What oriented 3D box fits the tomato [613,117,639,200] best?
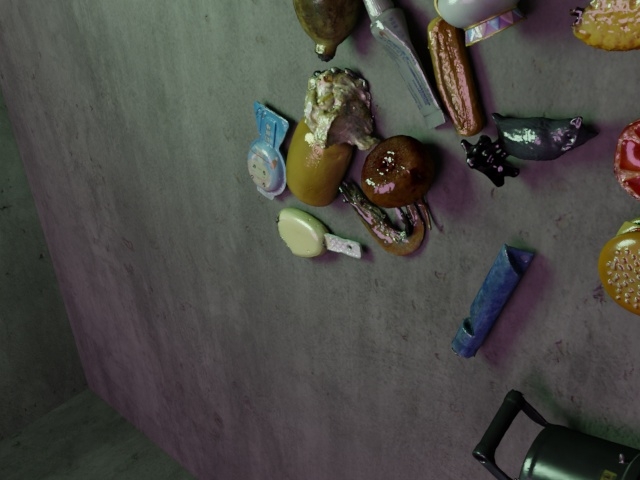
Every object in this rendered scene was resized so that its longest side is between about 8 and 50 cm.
[{"bbox_3d":[0.510,-0.123,1.062,0.156,0.069,0.155,26,134,31],"label":"tomato"}]

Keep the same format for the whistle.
[{"bbox_3d":[0.334,0.121,1.440,0.062,0.062,0.304,40,139,23],"label":"whistle"}]

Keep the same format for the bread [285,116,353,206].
[{"bbox_3d":[-0.015,-0.169,1.605,0.147,0.098,0.217,43,139,25],"label":"bread"}]

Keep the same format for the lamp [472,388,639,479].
[{"bbox_3d":[0.511,0.461,1.352,0.374,0.205,0.272,49,150,-15],"label":"lamp"}]

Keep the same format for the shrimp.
[{"bbox_3d":[0.130,-0.063,1.552,0.219,0.046,0.152,46,142,9],"label":"shrimp"}]

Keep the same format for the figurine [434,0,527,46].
[{"bbox_3d":[0.217,-0.438,1.115,0.190,0.142,0.263,-14,106,52],"label":"figurine"}]

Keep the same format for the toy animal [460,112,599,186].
[{"bbox_3d":[0.352,-0.175,1.219,0.210,0.121,0.117,-18,56,36],"label":"toy animal"}]

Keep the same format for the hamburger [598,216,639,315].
[{"bbox_3d":[0.516,0.040,1.130,0.162,0.115,0.161,27,132,35],"label":"hamburger"}]

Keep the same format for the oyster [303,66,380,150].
[{"bbox_3d":[0.046,-0.253,1.466,0.191,0.081,0.163,30,106,-6],"label":"oyster"}]

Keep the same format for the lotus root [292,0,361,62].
[{"bbox_3d":[0.010,-0.442,1.362,0.138,0.138,0.214,32,139,31],"label":"lotus root"}]

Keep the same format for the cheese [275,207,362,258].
[{"bbox_3d":[0.000,0.000,1.740,0.256,0.050,0.127,19,128,40],"label":"cheese"}]

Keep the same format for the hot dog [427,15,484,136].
[{"bbox_3d":[0.234,-0.286,1.280,0.066,0.047,0.215,-17,106,15],"label":"hot dog"}]

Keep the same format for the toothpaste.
[{"bbox_3d":[0.151,-0.333,1.323,0.069,0.099,0.282,-24,97,23],"label":"toothpaste"}]

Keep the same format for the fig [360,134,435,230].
[{"bbox_3d":[0.179,-0.111,1.436,0.146,0.133,0.201,-31,135,28],"label":"fig"}]

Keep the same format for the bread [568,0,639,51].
[{"bbox_3d":[0.446,-0.342,0.915,0.147,0.160,0.260,39,133,14],"label":"bread"}]

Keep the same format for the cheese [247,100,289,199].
[{"bbox_3d":[-0.125,-0.203,1.738,0.135,0.052,0.244,35,137,28],"label":"cheese"}]
